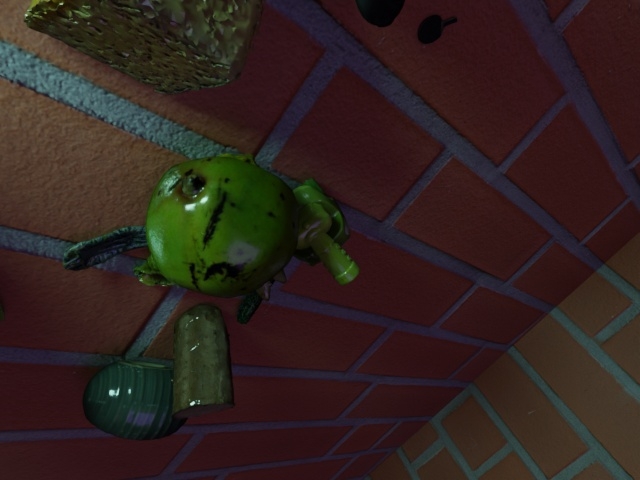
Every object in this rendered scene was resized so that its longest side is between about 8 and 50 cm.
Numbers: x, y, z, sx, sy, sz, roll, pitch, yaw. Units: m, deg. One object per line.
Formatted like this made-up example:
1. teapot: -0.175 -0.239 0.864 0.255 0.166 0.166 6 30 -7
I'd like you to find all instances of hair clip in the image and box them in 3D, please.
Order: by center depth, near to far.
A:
1. hair clip: -0.356 0.006 0.831 0.229 0.036 0.066 -15 136 -25

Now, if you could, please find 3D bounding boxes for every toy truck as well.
1. toy truck: -0.013 -0.017 0.922 0.148 0.211 0.187 -37 121 4

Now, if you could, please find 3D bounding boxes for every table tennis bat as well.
1. table tennis bat: 0.220 -0.401 0.836 0.083 0.007 0.050 -26 138 -7

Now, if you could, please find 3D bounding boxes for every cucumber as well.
1. cucumber: -0.144 0.112 1.069 0.044 0.043 0.257 14 122 -35

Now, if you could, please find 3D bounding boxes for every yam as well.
1. yam: -0.269 0.276 1.009 0.128 0.238 0.129 -34 140 24

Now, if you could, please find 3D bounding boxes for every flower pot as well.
1. flower pot: -0.412 0.362 1.023 0.242 0.189 0.157 20 77 -37

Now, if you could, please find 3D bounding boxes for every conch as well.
1. conch: -0.313 0.061 0.881 0.121 0.074 0.089 -18 109 14

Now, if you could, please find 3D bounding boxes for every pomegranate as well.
1. pomegranate: -0.155 -0.005 0.791 0.260 0.260 0.341 -31 135 -4

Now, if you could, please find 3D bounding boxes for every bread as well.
1. bread: -0.203 -0.371 0.549 0.248 0.278 0.316 21 73 -45

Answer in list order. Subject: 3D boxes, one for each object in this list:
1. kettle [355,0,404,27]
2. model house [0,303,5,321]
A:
1. kettle: 0.056 -0.420 0.535 0.207 0.269 0.290 0 156 20
2. model house: -0.647 0.235 0.642 0.300 0.324 0.340 -9 134 -25
